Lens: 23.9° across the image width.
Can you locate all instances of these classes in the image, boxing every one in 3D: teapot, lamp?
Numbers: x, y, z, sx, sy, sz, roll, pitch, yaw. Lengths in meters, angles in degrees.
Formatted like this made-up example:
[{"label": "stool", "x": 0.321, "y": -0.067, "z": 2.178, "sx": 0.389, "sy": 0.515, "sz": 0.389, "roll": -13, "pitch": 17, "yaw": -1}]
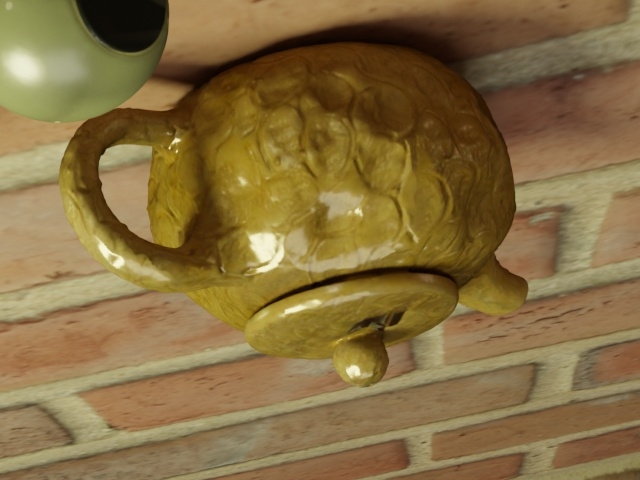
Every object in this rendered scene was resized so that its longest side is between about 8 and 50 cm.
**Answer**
[{"label": "teapot", "x": 0.000, "y": 0.000, "z": 0.831, "sx": 0.311, "sy": 0.167, "sz": 0.203, "roll": 7, "pitch": 153, "yaw": -40}, {"label": "lamp", "x": -0.141, "y": -0.091, "z": 0.657, "sx": 0.163, "sy": 0.091, "sz": 0.091, "roll": -7, "pitch": 167, "yaw": 40}]
